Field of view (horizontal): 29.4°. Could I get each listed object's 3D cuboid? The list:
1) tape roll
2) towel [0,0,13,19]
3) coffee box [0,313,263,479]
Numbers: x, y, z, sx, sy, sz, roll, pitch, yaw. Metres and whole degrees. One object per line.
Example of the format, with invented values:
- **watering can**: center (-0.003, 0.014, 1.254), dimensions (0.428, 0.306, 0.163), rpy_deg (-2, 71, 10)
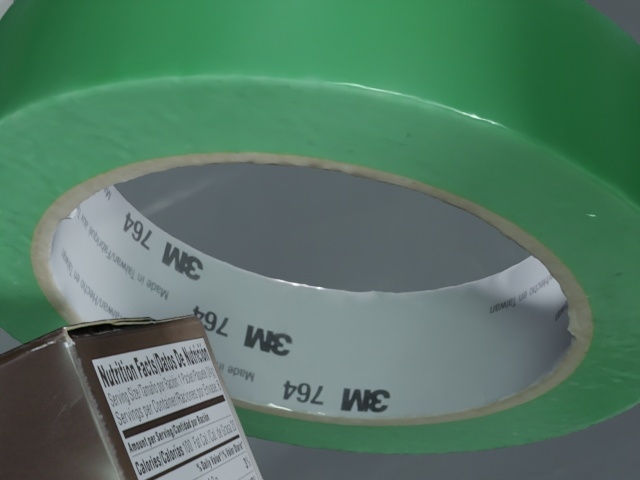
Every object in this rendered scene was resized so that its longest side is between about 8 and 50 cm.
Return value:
- **tape roll**: center (0.000, 0.000, 0.538), dimensions (0.321, 0.321, 0.077), rpy_deg (-11, 54, 31)
- **towel**: center (-0.300, -0.164, 0.868), dimensions (0.237, 0.037, 0.329), rpy_deg (-54, -8, -39)
- **coffee box**: center (-0.074, 0.190, 0.390), dimensions (0.168, 0.297, 0.119), rpy_deg (-25, -6, 11)
